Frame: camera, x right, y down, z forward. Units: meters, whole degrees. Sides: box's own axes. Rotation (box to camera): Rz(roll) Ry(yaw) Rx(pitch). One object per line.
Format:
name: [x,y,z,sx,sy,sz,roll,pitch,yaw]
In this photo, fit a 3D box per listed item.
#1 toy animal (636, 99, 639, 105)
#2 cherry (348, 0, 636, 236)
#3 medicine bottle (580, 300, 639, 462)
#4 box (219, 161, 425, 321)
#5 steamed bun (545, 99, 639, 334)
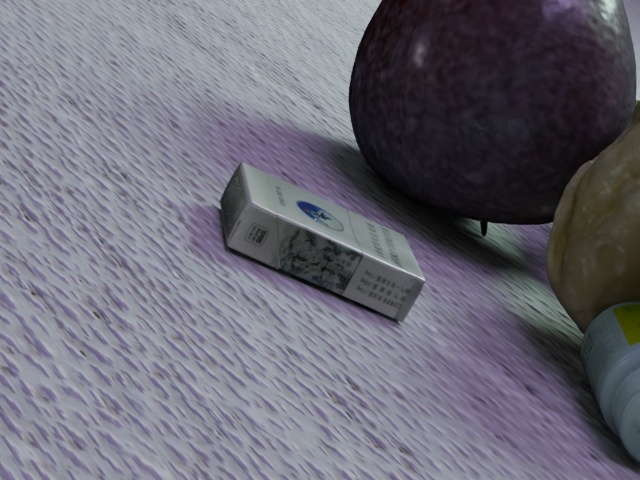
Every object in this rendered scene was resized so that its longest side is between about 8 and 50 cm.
toy animal: [0.190,-0.042,0.924,0.101,0.103,0.219,37,16,-9]
cherry: [0.093,-0.089,0.829,0.140,0.176,0.176,-3,29,-26]
medicine bottle: [0.138,0.060,0.655,0.047,0.047,0.083,26,15,-8]
box: [0.000,0.000,0.658,0.083,0.024,0.054,24,18,-16]
steamed bun: [0.197,-0.018,0.740,0.172,0.141,0.155,38,37,-18]
